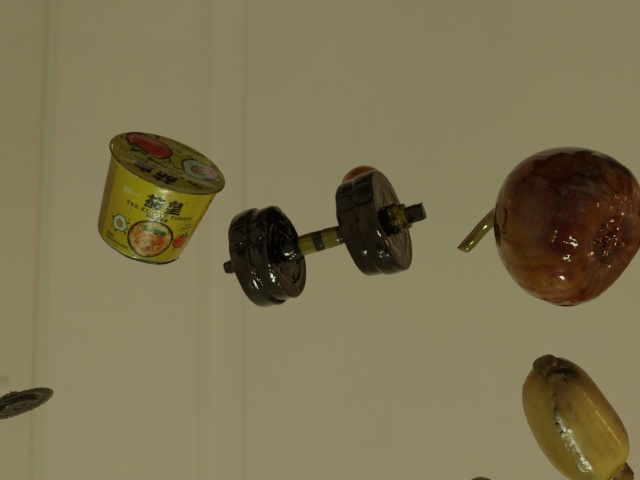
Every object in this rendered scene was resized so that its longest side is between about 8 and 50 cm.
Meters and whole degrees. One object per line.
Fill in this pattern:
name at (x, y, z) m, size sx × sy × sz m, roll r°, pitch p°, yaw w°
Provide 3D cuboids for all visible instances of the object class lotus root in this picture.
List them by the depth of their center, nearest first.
lotus root at (0.442, 0.320, 1.650) m, size 0.146 × 0.303 × 0.131 m, roll -38°, pitch -164°, yaw -10°

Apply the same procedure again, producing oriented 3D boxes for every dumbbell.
dumbbell at (0.000, 0.000, 1.669) m, size 0.388 × 0.185 × 0.185 m, roll -17°, pitch 166°, yaw 20°

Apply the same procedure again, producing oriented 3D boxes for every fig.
fig at (0.257, -0.029, 1.074) m, size 0.175 × 0.175 × 0.207 m, roll 4°, pitch -162°, yaw -26°

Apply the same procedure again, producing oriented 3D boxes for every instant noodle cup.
instant noodle cup at (-0.255, -0.061, 1.459) m, size 0.182 × 0.144 × 0.182 m, roll 20°, pitch -154°, yaw -10°

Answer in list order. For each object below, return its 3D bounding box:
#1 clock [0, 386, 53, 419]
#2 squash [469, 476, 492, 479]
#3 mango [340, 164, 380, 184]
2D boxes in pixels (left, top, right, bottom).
clock at (-0.350, 0.189, 1.103) m, size 0.083 × 0.010 × 0.074 m, roll -8°, pitch 151°, yaw -42°
squash at (0.225, 0.439, 1.452) m, size 0.066 × 0.201 × 0.066 m, roll 11°, pitch -147°, yaw -7°
mango at (0.082, -0.067, 1.846) m, size 0.089 × 0.165 × 0.115 m, roll -5°, pitch -155°, yaw -23°
